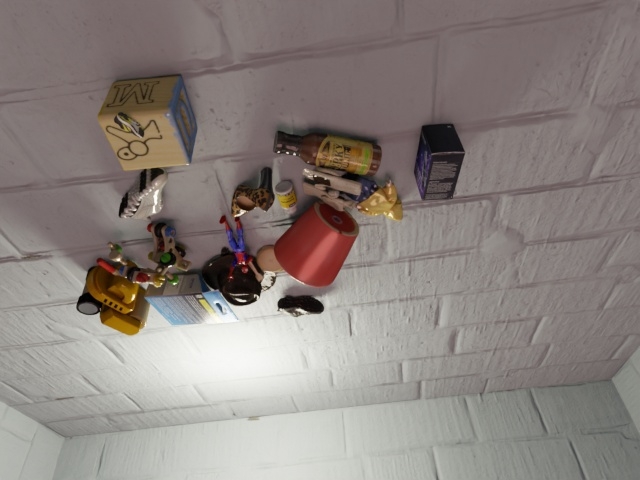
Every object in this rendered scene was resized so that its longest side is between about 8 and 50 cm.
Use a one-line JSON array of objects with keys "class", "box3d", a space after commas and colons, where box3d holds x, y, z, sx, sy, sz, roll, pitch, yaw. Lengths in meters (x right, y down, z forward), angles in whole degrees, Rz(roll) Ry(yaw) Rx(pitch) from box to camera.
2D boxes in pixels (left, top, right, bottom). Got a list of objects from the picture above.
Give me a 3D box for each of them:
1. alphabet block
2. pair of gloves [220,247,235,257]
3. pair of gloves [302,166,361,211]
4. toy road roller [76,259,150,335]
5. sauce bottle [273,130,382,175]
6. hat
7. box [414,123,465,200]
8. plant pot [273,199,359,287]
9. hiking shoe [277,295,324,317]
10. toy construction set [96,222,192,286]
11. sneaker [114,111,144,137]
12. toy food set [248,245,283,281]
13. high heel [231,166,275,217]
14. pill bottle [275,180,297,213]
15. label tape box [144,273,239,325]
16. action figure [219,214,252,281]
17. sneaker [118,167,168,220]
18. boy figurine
[{"class": "alphabet block", "box3d": [-0.481, -0.334, 1.286, 0.197, 0.193, 0.192, -5, 137, 0]}, {"class": "pair of gloves", "box3d": [-0.374, 0.055, 1.879, 0.083, 0.010, 0.074, 7, 140, -11]}, {"class": "pair of gloves", "box3d": [0.031, -0.168, 1.524, 0.204, 0.042, 0.240, 24, 164, 3]}, {"class": "toy road roller", "box3d": [-0.823, 0.225, 1.890, 0.241, 0.202, 0.329, -28, 132, 20]}, {"class": "sauce bottle", "box3d": [0.022, -0.285, 1.450, 0.345, 0.111, 0.111, 7, 138, -13]}, {"class": "hat", "box3d": [-0.358, 0.206, 1.958, 0.332, 0.133, 0.331, -2, 143, -1]}, {"class": "box", "box3d": [0.387, -0.255, 1.486, 0.108, 0.153, 0.207, -3, 138, -1]}, {"class": "plant pot", "box3d": [0.000, 0.000, 1.680, 0.275, 0.274, 0.243, 20, 124, -26]}, {"class": "hiking shoe", "box3d": [-0.097, 0.323, 2.173, 0.227, 0.086, 0.114, 7, 151, -5]}, {"class": "toy construction set", "box3d": [-0.653, 0.094, 1.740, 0.309, 0.257, 0.237, -8, 150, 8]}, {"class": "sneaker", "box3d": [-0.495, -0.296, 1.165, 0.035, 0.031, 0.083, -16, 135, 33]}, {"class": "toy food set", "box3d": [-0.204, 0.080, 1.886, 0.192, 0.038, 0.132, -26, 110, 10]}, {"class": "high heel", "box3d": [-0.248, -0.115, 1.562, 0.093, 0.186, 0.261, 25, 131, -29]}, {"class": "pill bottle", "box3d": [-0.119, -0.153, 1.623, 0.065, 0.065, 0.116, -10, 139, 6]}, {"class": "label tape box", "box3d": [-0.554, 0.264, 1.995, 0.348, 0.115, 0.249, -7, 139, 13]}, {"class": "action figure", "box3d": [-0.327, 0.048, 1.758, 0.092, 0.139, 0.280, -5, 133, 4]}, {"class": "sneaker", "box3d": [-0.589, -0.158, 1.556, 0.118, 0.110, 0.292, 21, 142, -37]}, {"class": "boy figurine", "box3d": [0.205, -0.159, 1.627, 0.285, 0.092, 0.177, 24, 131, -30]}]
